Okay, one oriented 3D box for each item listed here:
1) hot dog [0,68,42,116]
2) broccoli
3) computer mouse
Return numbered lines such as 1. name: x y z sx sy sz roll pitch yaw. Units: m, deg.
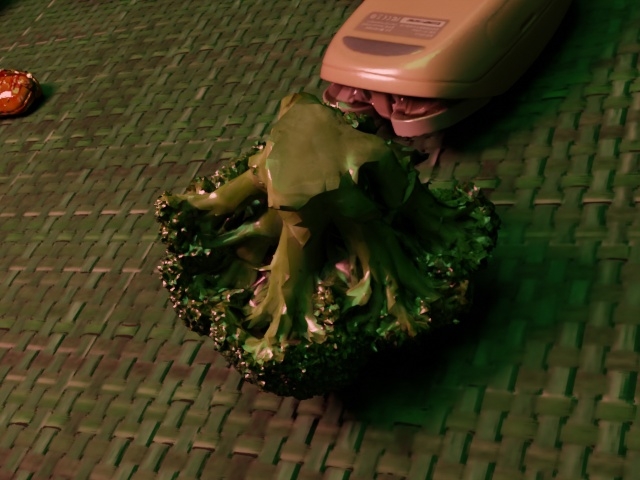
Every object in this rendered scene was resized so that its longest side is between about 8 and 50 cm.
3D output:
1. hot dog: -0.367 -0.161 0.982 0.144 0.038 0.062 1 48 31
2. broccoli: 0.000 0.000 0.521 0.195 0.156 0.195 4 60 -7
3. computer mouse: 0.104 -0.168 0.688 0.145 0.082 0.236 18 59 40
